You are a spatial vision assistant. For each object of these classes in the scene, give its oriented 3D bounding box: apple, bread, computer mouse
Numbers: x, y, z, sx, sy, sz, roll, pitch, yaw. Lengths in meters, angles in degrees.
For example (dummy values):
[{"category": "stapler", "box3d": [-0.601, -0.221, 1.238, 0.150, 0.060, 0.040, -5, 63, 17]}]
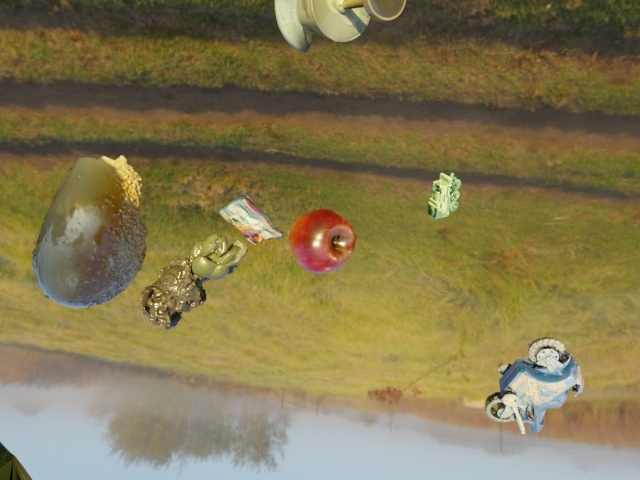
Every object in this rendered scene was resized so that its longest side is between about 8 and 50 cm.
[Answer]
[{"category": "apple", "box3d": [-0.007, 0.001, 1.185, 0.147, 0.156, 0.158, -17, -166, -36]}, {"category": "bread", "box3d": [-0.412, 0.013, 0.854, 0.171, 0.192, 0.314, 21, 124, -11]}, {"category": "computer mouse", "box3d": [-0.069, -0.531, 1.040, 0.068, 0.229, 0.113, -2, -161, 15]}]

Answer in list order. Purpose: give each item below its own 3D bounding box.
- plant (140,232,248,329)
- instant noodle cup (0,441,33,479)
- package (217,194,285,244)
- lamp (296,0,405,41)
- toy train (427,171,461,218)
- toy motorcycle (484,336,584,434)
[{"category": "plant", "box3d": [-0.175, 0.052, 0.646, 0.174, 0.087, 0.085, -41, 135, 11]}, {"category": "instant noodle cup", "box3d": [-0.218, 0.179, 0.169, 0.240, 0.240, 0.178, 12, -172, -21]}, {"category": "package", "box3d": [-0.207, -0.050, 1.347, 0.166, 0.040, 0.232, 45, 155, -20]}, {"category": "lamp", "box3d": [0.044, -0.387, 0.764, 0.121, 0.121, 0.214, 17, -173, -33]}, {"category": "toy train", "box3d": [0.224, -0.082, 0.862, 0.053, 0.083, 0.033, -16, -147, -18]}, {"category": "toy motorcycle", "box3d": [0.358, 0.242, 0.780, 0.114, 0.076, 0.205, 21, 123, 2]}]
